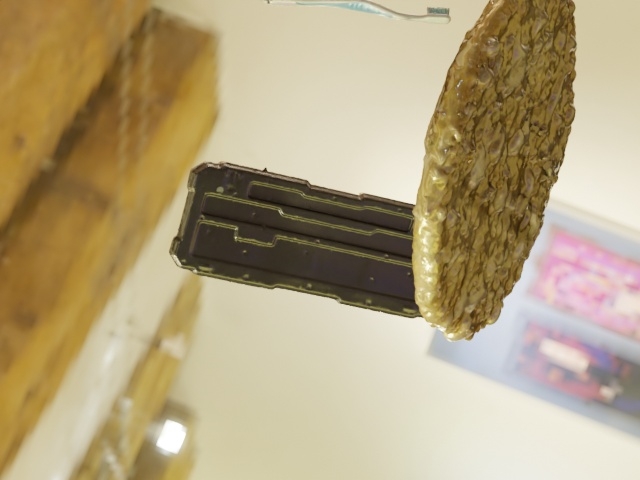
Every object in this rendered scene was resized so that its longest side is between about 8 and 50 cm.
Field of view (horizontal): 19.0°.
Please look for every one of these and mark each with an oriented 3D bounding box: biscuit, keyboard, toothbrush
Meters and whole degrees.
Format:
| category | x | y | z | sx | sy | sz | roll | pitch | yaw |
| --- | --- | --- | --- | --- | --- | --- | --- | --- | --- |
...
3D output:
| category | x | y | z | sx | sy | sz | roll | pitch | yaw |
| --- | --- | --- | --- | --- | --- | --- | --- | --- | --- |
| biscuit | 0.101 | -0.048 | 1.079 | 0.220 | 0.033 | 0.220 | -47 | -35 | -49 |
| keyboard | 0.000 | 0.000 | 1.695 | 0.016 | 0.262 | 0.106 | -135 | 59 | -68 |
| toothbrush | 0.029 | -0.195 | 1.609 | 0.014 | 0.162 | 0.017 | 95 | 180 | -54 |
